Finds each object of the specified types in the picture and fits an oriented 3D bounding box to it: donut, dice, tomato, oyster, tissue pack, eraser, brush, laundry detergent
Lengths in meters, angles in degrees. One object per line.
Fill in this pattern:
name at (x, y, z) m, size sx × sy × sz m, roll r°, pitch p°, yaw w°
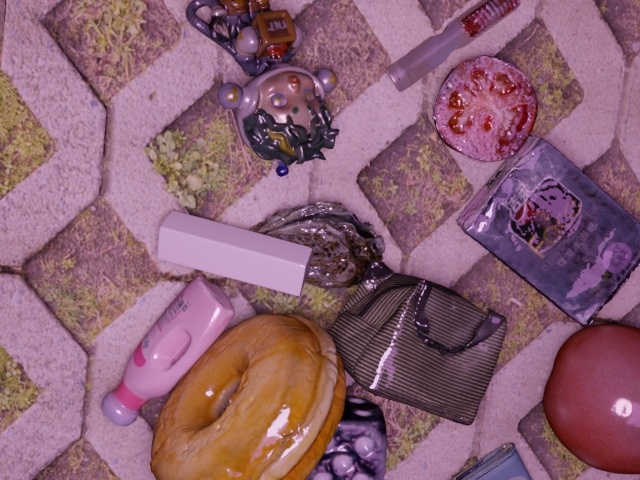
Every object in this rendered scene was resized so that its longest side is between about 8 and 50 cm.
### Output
donut at (-0.142, 0.329, 1.416) m, size 0.449 × 0.449 × 0.198 m, roll -46°, pitch 119°, yaw 0°
dice at (0.038, 0.431, 1.557) m, size 0.183 × 0.182 × 0.181 m, roll 5°, pitch 97°, yaw -7°
tomato at (0.337, -0.273, 1.563) m, size 0.225 × 0.085 × 0.225 m, roll 0°, pitch 96°, yaw -4°
oyster at (0.000, 0.000, 1.547) m, size 0.267 × 0.112 × 0.198 m, roll 33°, pitch 113°, yaw -18°
tissue pack at (0.505, -0.022, 1.600) m, size 0.361 × 0.122 × 0.259 m, roll 38°, pitch 94°, yaw -13°
tomato at (0.639, 0.339, 1.565) m, size 0.321 × 0.321 × 0.322 m, roll -1°, pitch 97°, yaw -8°
eraser at (-0.171, 0.025, 1.487) m, size 0.298 × 0.076 × 0.078 m, roll 15°, pitch 121°, yaw 4°
brush at (0.283, -0.426, 1.557) m, size 0.321 × 0.050 × 0.060 m, roll -36°, pitch 104°, yaw -2°
laundry detergent at (-0.313, 0.232, 1.504) m, size 0.088 × 0.159 × 0.335 m, roll 35°, pitch 97°, yaw -39°

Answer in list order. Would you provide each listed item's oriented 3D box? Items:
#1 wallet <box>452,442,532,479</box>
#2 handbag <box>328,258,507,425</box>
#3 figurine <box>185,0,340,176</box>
wallet at (0.422, 0.610, 1.691) m, size 0.176 × 0.075 × 0.250 m, roll -30°, pitch 100°, yaw -10°
handbag at (0.202, 0.200, 1.512) m, size 0.340 × 0.247 × 0.240 m, roll 23°, pitch 94°, yaw -27°
figurine at (-0.089, -0.321, 1.452) m, size 0.261 × 0.186 × 0.382 m, roll -16°, pitch 93°, yaw -17°
